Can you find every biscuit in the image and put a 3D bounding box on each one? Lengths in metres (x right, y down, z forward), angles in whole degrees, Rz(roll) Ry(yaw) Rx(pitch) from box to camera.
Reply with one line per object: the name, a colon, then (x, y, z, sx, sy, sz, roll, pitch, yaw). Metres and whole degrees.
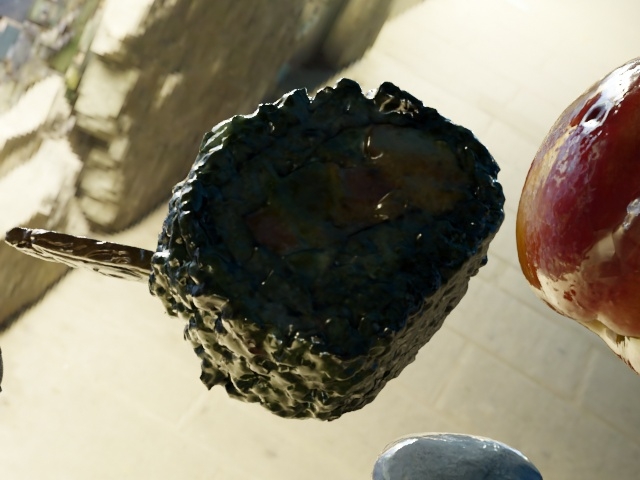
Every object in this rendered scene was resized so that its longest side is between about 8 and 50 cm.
biscuit: (-0.253, 0.027, 1.723, 0.290, 0.041, 0.208, 10, -5, 7)

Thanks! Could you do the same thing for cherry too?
cherry: (0.172, 0.381, 1.977, 0.296, 0.218, 0.255, -6, 7, 5)

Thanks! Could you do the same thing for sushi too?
sushi: (0.000, 0.000, 1.404, 0.294, 0.178, 0.352, 39, 56, 14)

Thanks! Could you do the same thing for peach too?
peach: (0.239, -0.030, 0.906, 0.243, 0.244, 0.199, 1, 22, -46)

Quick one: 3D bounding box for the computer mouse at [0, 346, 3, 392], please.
computer mouse: (-0.454, 0.088, 1.701, 0.057, 0.232, 0.120, -15, 11, 12)
